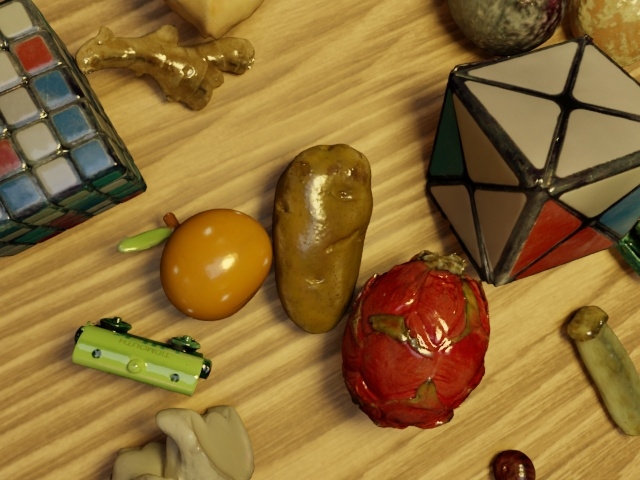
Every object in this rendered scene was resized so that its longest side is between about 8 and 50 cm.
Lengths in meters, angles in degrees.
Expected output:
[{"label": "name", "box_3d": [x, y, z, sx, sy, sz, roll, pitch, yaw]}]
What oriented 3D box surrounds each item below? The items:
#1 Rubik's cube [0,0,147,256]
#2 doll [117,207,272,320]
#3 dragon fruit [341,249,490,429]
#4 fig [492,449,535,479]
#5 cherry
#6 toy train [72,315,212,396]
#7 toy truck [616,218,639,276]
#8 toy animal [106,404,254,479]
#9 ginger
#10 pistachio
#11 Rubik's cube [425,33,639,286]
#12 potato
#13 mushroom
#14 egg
[{"label": "Rubik's cube", "box_3d": [-0.490, -0.157, 0.864, 0.287, 0.292, 0.293, -29, 96, -10]}, {"label": "doll", "box_3d": [-0.209, 0.022, 0.967, 0.236, 0.213, 0.213, 40, 82, 3]}, {"label": "dragon fruit", "box_3d": [0.174, 0.186, 0.986, 0.277, 0.277, 0.342, 13, 108, -10]}, {"label": "fig", "box_3d": [0.428, 0.498, 1.142, 0.125, 0.089, 0.089, 32, 83, -35]}, {"label": "cherry", "box_3d": [0.368, -0.493, 1.059, 0.218, 0.296, 0.255, -29, 100, 18]}, {"label": "toy train", "box_3d": [-0.320, 0.209, 0.957, 0.253, 0.157, 0.105, 19, 86, -9]}, {"label": "toy truck", "box_3d": [0.777, -0.041, 1.168, 0.279, 0.156, 0.155, -44, 97, -8]}, {"label": "toy animal", "box_3d": [-0.266, 0.426, 0.937, 0.265, 0.271, 0.206, -33, 70, 3]}, {"label": "ginger", "box_3d": [-0.274, -0.323, 0.981, 0.334, 0.081, 0.148, -2, 123, -38]}, {"label": "pistachio", "box_3d": [-0.191, -0.484, 0.934, 0.230, 0.309, 0.230, -6, 130, -7]}, {"label": "Rubik's cube", "box_3d": [0.395, -0.141, 0.982, 0.307, 0.305, 0.310, -17, 57, -9]}, {"label": "potato", "box_3d": [0.000, 0.000, 1.021, 0.176, 0.195, 0.369, 8, 97, 13]}, {"label": "mushroom", "box_3d": [0.639, 0.286, 1.180, 0.100, 0.081, 0.312, -32, 99, -6]}, {"label": "egg", "box_3d": [0.628, -0.489, 1.125, 0.203, 0.203, 0.245, -18, 116, -10]}]
